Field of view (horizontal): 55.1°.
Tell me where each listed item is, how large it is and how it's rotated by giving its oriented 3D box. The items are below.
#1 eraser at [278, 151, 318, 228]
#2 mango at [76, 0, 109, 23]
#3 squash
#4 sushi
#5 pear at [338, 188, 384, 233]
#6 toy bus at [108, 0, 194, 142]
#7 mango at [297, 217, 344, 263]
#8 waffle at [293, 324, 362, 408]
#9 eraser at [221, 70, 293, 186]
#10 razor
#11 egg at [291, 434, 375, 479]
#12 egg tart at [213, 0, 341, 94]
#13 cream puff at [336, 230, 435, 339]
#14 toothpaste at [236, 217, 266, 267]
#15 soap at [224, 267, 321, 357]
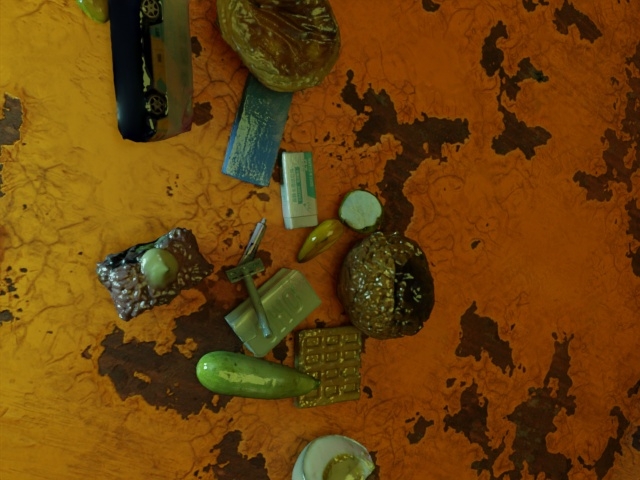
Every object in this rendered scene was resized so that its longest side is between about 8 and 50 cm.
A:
[{"bbox_3d":[-0.067,-0.150,1.808,0.096,0.052,0.224,-8,97,-29],"label":"eraser"},{"bbox_3d":[-0.562,-0.594,1.518,0.079,0.057,0.114,-38,116,-31],"label":"mango"},{"bbox_3d":[-0.171,0.396,1.744,0.371,0.118,0.118,16,86,-20],"label":"squash"},{"bbox_3d":[-0.415,0.075,1.552,0.270,0.236,0.170,-26,97,-19],"label":"sushi"},{"bbox_3d":[0.125,-0.084,1.883,0.141,0.104,0.140,-1,75,3],"label":"pear"},{"bbox_3d":[-0.412,-0.437,1.536,0.162,0.171,0.385,-8,98,-46],"label":"toy bus"},{"bbox_3d":[0.000,0.000,1.829,0.187,0.101,0.066,-45,72,7],"label":"mango"},{"bbox_3d":[0.023,0.385,1.894,0.221,0.055,0.247,0,95,-27],"label":"waffle"},{"bbox_3d":[-0.175,-0.318,1.745,0.144,0.043,0.311,16,87,-28],"label":"eraser"},{"bbox_3d":[-0.176,0.163,1.685,0.106,0.231,0.068,-23,149,-5],"label":"razor"},{"bbox_3d":[0.009,0.721,1.857,0.206,0.161,0.271,40,37,8],"label":"egg"},{"bbox_3d":[-0.111,-0.563,1.693,0.352,0.153,0.339,-26,102,-25],"label":"egg tart"},{"bbox_3d":[0.219,0.133,1.870,0.327,0.231,0.343,46,68,-18],"label":"cream puff"},{"bbox_3d":[-0.193,0.014,1.770,0.045,0.028,0.169,27,83,-33],"label":"toothpaste"},{"bbox_3d":[-0.137,0.205,1.776,0.261,0.094,0.150,-41,110,-19],"label":"soap"}]
